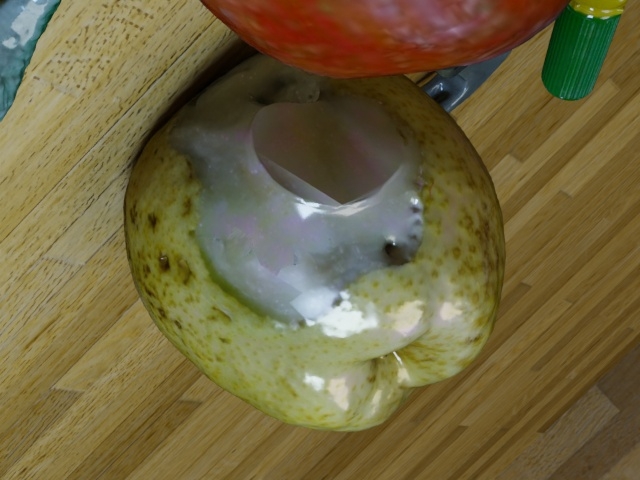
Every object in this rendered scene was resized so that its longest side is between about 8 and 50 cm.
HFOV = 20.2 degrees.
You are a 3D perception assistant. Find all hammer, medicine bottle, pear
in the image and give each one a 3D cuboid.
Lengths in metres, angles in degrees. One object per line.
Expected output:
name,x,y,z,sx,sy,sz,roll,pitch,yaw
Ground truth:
hammer,0.094,-0.160,1.401,0.159,0.041,0.226,-47,161,11
medicine bottle,0.229,-0.218,1.449,0.095,0.064,0.260,-41,155,-36
pear,0.000,0.000,1.251,0.271,0.271,0.271,-36,161,-15

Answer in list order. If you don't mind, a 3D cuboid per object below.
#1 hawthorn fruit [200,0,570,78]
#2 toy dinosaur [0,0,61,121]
hawthorn fruit,0.030,-0.215,0.803,0.284,0.284,0.284,-36,161,-15
toy dinosaur,-0.177,-0.117,0.918,0.383,0.076,0.129,-47,168,26
